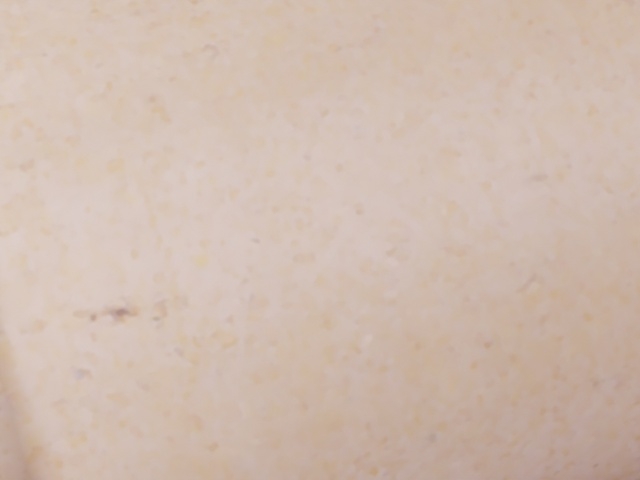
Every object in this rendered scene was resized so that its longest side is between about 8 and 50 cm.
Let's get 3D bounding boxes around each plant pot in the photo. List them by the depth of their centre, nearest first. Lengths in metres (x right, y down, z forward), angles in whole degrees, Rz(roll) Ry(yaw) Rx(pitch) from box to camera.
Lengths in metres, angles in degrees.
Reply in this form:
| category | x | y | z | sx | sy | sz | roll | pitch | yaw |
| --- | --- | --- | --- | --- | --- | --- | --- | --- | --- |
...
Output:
| category | x | y | z | sx | sy | sz | roll | pitch | yaw |
| --- | --- | --- | --- | --- | --- | --- | --- | --- | --- |
| plant pot | 0.000 | 0.000 | 0.621 | 0.305 | 0.334 | 0.334 | -15 | 69 | 0 |
